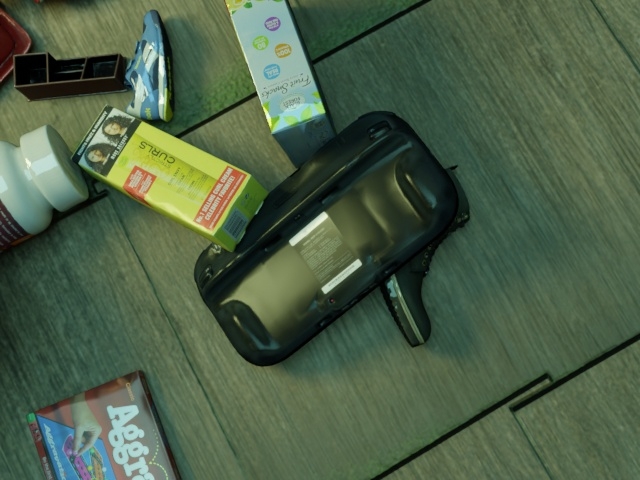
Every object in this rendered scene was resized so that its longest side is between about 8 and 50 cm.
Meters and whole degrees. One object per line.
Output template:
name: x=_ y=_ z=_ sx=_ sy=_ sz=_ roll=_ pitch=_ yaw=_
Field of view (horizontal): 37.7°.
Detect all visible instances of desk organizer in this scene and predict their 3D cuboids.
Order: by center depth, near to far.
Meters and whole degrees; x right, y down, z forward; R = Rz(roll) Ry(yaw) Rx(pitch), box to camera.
desk organizer: x=-0.311 y=-0.209 z=1.166 sx=0.130 sy=0.050 sz=0.047 roll=-5 pitch=80 yaw=3

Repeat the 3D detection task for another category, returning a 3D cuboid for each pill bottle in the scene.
pill bottle: x=-0.398 y=-0.044 z=1.110 sx=0.221 sy=0.121 sz=0.121 roll=-26 pitch=80 yaw=0

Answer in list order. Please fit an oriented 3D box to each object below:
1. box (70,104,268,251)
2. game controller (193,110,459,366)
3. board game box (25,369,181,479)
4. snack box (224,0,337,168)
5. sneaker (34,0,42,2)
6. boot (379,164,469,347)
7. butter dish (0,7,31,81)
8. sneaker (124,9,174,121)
box: x=-0.179 y=-0.075 z=1.096 sx=0.232 sy=0.058 sz=0.087 roll=28 pitch=81 yaw=26
game controller: x=0.000 y=0.000 z=1.065 sx=0.319 sy=0.067 sz=0.166 roll=-40 pitch=78 yaw=13
board game box: x=-0.229 y=0.308 z=1.088 sx=0.145 sy=0.027 sz=0.281 roll=-22 pitch=80 yaw=-1
snack box: x=-0.046 y=-0.204 z=1.083 sx=0.070 sy=0.174 sz=0.207 roll=-19 pitch=81 yaw=4
sneaker: x=-0.330 y=-0.408 z=1.201 sx=0.128 sy=0.087 sz=0.221 roll=-13 pitch=77 yaw=-17
boot: x=0.128 y=0.013 z=1.089 sx=0.137 sy=0.077 sz=0.197 roll=-18 pitch=81 yaw=-4
butter dish: x=-0.471 y=-0.250 z=1.150 sx=0.160 sy=0.118 sz=0.160 roll=41 pitch=85 yaw=9
sneaker: x=-0.215 y=-0.217 z=1.160 sx=0.059 sy=0.053 sz=0.144 roll=-4 pitch=79 yaw=6
